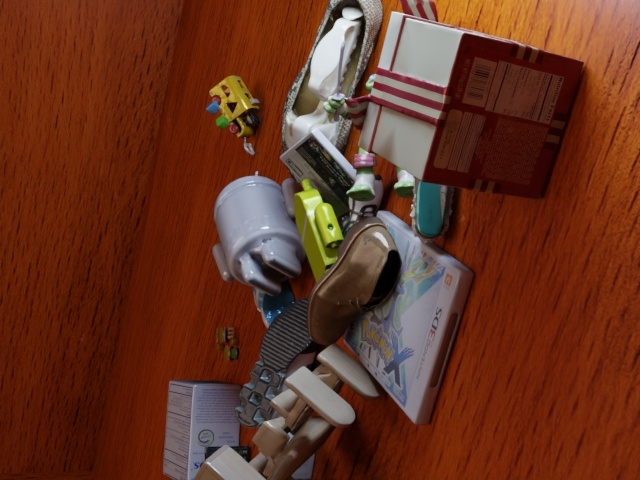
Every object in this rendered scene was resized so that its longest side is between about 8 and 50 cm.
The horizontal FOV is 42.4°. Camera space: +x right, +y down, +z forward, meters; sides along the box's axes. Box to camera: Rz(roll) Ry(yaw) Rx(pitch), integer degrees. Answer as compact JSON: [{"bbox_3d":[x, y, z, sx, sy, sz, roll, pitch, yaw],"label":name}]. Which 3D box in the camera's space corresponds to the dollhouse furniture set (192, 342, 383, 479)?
[{"bbox_3d":[-0.044,0.463,1.580,0.256,0.394,0.362,39,119,15],"label":"dollhouse furniture set"}]

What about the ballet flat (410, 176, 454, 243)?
[{"bbox_3d":[0.202,-0.115,1.480,0.077,0.091,0.241,6,-85,-85],"label":"ballet flat"}]

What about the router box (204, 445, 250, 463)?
[{"bbox_3d":[-0.251,0.604,2.231,0.038,0.122,0.092,139,133,-61],"label":"router box"}]

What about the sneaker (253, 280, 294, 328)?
[{"bbox_3d":[-0.122,0.158,2.111,0.229,0.087,0.092,-104,24,-50],"label":"sneaker"}]

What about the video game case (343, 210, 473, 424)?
[{"bbox_3d":[0.154,0.135,1.570,0.329,0.036,0.300,-136,56,-60],"label":"video game case"}]

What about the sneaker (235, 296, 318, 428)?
[{"bbox_3d":[-0.071,0.287,1.928,0.122,0.146,0.330,29,89,35],"label":"sneaker"}]

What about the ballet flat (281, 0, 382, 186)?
[{"bbox_3d":[0.004,-0.326,1.810,0.182,0.164,0.483,-50,-20,-67],"label":"ballet flat"}]

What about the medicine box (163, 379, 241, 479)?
[{"bbox_3d":[-0.349,0.560,2.416,0.263,0.149,0.289,167,107,-64],"label":"medicine box"}]

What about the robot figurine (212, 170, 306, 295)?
[{"bbox_3d":[-0.155,-0.026,2.071,0.300,0.200,0.353,-40,42,16],"label":"robot figurine"}]

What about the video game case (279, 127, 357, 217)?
[{"bbox_3d":[0.013,-0.143,1.797,0.022,0.190,0.173,-47,9,-28],"label":"video game case"}]

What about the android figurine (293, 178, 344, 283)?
[{"bbox_3d":[0.000,0.000,1.804,0.248,0.056,0.273,100,153,-66],"label":"android figurine"}]

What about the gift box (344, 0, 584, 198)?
[{"bbox_3d":[0.203,-0.226,1.279,0.258,0.276,0.255,44,119,61],"label":"gift box"}]

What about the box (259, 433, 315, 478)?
[{"bbox_3d":[-0.078,0.492,1.907,0.102,0.101,0.087,-155,73,-64],"label":"box"}]

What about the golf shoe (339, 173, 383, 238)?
[{"bbox_3d":[0.095,-0.047,1.701,0.198,0.077,0.094,105,153,-43],"label":"golf shoe"}]

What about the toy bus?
[{"bbox_3d":[-0.231,-0.385,2.419,0.104,0.202,0.191,-34,40,21],"label":"toy bus"}]

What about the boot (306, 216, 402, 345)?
[{"bbox_3d":[0.063,0.108,1.615,0.115,0.112,0.305,54,131,40],"label":"boot"}]

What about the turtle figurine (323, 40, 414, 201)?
[{"bbox_3d":[0.112,-0.223,1.550,0.274,0.197,0.266,146,125,-63],"label":"turtle figurine"}]

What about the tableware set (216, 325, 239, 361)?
[{"bbox_3d":[-0.277,0.310,2.472,0.154,0.024,0.104,-15,75,62],"label":"tableware set"}]
